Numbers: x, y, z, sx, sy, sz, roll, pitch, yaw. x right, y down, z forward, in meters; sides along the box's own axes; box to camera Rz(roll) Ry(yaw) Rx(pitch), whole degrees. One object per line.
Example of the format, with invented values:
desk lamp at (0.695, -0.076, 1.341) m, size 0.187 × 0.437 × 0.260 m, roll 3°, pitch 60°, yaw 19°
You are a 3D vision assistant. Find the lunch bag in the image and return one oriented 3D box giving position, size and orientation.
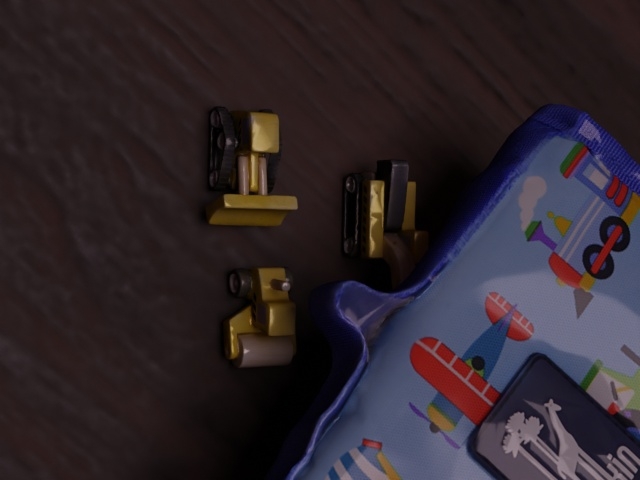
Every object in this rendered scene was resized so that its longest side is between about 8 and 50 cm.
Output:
lunch bag at (0.102, 0.109, 0.588) m, size 0.293 × 0.138 × 0.221 m, roll 43°, pitch 70°, yaw -17°

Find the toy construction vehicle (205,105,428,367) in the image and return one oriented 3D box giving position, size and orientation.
toy construction vehicle at (0.000, 0.000, 0.584) m, size 0.085 × 0.035 × 0.098 m, roll 4°, pitch 87°, yaw -29°
